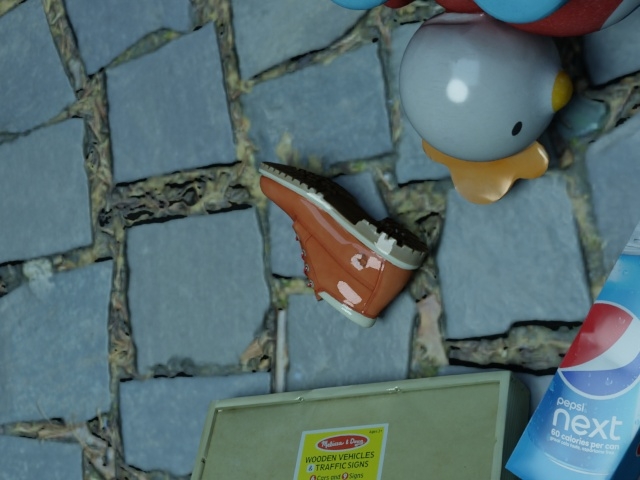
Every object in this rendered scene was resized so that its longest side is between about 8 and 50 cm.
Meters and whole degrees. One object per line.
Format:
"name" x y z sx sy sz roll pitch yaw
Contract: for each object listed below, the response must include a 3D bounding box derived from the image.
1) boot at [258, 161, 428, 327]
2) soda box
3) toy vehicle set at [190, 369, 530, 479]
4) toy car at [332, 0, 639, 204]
"boot" 0.000 0.000 0.946 0.158 0.059 0.084 38 111 28
"soda box" 0.207 0.075 0.799 0.067 0.071 0.210 32 103 30
"toy vehicle set" 0.016 0.186 0.887 0.267 0.035 0.166 -10 52 32
"toy car" 0.128 -0.133 0.824 0.210 0.219 0.238 12 121 32
